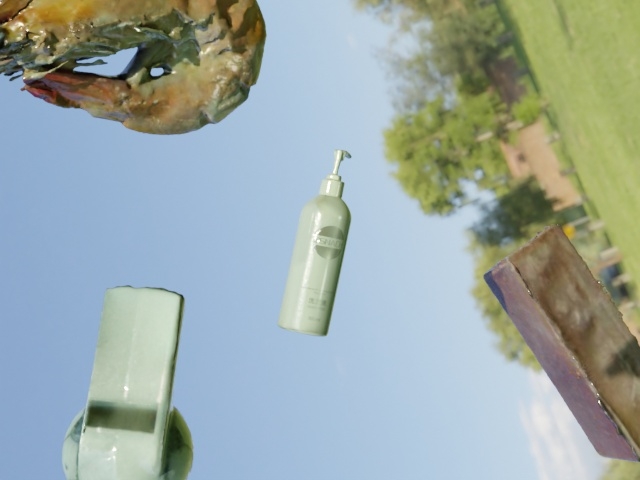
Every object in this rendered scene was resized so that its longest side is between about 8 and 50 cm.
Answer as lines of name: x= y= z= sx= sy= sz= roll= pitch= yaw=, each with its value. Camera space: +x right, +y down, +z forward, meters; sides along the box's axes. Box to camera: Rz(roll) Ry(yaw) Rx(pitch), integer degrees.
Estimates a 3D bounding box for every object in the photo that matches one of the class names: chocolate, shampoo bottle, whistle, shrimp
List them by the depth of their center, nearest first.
shrimp: x=-0.111 y=-0.102 z=0.600 sx=0.042 sy=0.190 sz=0.101 roll=15 pitch=114 yaw=56
shampoo bottle: x=0.000 y=0.000 z=1.159 sx=0.056 sy=0.056 sz=0.195 roll=11 pitch=-90 yaw=-73
whistle: x=-0.218 y=0.213 z=1.300 sx=0.163 sy=0.163 sz=0.290 roll=46 pitch=-136 yaw=-55
chocolate: x=0.342 y=0.144 z=1.465 sx=0.321 sy=0.112 sz=0.112 roll=56 pitch=157 yaw=2
